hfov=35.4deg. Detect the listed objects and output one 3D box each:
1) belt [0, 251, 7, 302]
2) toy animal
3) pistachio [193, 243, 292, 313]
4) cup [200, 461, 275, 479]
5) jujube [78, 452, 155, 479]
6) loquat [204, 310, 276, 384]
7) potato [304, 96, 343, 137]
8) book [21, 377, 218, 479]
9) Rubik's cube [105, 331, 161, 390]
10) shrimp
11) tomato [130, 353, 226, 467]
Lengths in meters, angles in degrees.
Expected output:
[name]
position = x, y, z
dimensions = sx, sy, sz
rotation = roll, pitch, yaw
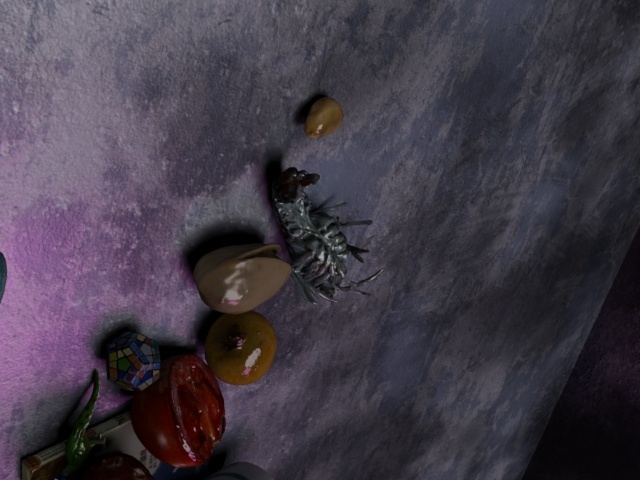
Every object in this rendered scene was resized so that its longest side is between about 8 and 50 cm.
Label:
[belt]
position = -0.521, 0.072, 1.408
dimensions = 0.082, 0.147, 0.163
rotation = 33, 67, -53
[toy animal]
position = -0.421, 0.347, 1.841
dimensions = 0.075, 0.041, 0.217
rotation = 22, 88, -44
[pistachio]
position = -0.145, 0.067, 1.856
dimensions = 0.152, 0.126, 0.223
rotation = -41, 162, 31
[cup]
position = -0.225, 0.650, 2.202
dimensions = 0.257, 0.219, 0.290
rotation = -13, 130, -56
[jujube]
position = -0.373, 0.476, 1.857
dimensions = 0.168, 0.168, 0.236
rotation = -48, -178, -4
[loquat]
position = -0.157, 0.209, 1.971
dimensions = 0.163, 0.137, 0.163
rotation = -36, 151, -24
[potato]
position = 0.004, -0.220, 1.817
dimensions = 0.068, 0.062, 0.083
rotation = 61, 40, -26
[book]
position = -0.395, 0.457, 2.017
dimensions = 0.428, 0.039, 0.300
rotation = -22, 136, -36
[Rubik's cube]
position = -0.338, 0.218, 1.805
dimensions = 0.111, 0.111, 0.093
rotation = -35, 117, -23
[shrimp]
position = -0.002, 0.001, 1.952
dimensions = 0.221, 0.166, 0.410
rotation = -60, 137, -25
[tomato]
position = -0.281, 0.326, 1.900
dimensions = 0.139, 0.200, 0.233
rotation = -18, -177, 13
